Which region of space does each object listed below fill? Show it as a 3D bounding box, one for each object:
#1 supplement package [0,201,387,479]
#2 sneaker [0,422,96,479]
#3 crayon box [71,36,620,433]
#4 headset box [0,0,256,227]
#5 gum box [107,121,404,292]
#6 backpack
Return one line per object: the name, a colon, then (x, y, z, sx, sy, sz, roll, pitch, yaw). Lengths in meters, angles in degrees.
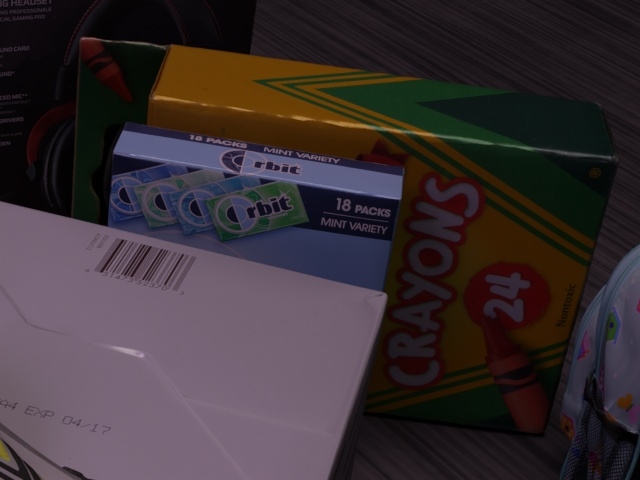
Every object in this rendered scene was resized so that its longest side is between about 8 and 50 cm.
supplement package: (-0.119, 0.105, 0.693, 0.261, 0.145, 0.204, 14, 32, 7)
sneaker: (-0.142, 0.141, 0.508, 0.385, 0.145, 0.147, 46, 15, -4)
crayon box: (0.000, 0.000, 0.847, 0.318, 0.202, 0.081, 7, 31, -1)
headset box: (-0.164, -0.111, 0.894, 0.218, 0.293, 0.110, -9, 35, -29)
gum box: (-0.044, 0.033, 0.794, 0.157, 0.184, 0.041, 10, 31, 0)
backpack: (0.226, 0.081, 0.784, 0.165, 0.188, 0.144, 0, 32, -13)
